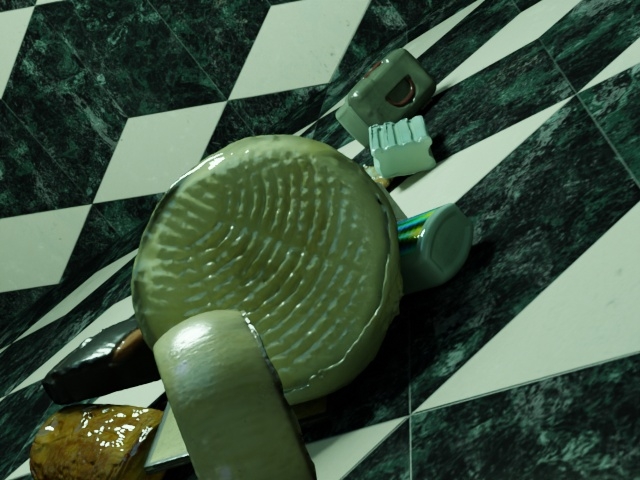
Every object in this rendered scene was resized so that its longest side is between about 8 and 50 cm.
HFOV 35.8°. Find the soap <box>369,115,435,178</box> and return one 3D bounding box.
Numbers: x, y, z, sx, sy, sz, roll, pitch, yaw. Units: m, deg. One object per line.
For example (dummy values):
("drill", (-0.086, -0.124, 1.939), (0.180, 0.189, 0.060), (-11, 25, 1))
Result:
("soap", (0.152, -0.178, 1.874), (0.114, 0.063, 0.198), (-12, 18, 7))

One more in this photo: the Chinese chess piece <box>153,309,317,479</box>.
("Chinese chess piece", (-0.079, 0.195, 0.987), (0.104, 0.257, 0.257), (-21, 12, -10))

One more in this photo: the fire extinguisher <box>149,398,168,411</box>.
("fire extinguisher", (-0.205, 0.255, 1.536), (0.064, 0.043, 0.158), (8, -25, -45))

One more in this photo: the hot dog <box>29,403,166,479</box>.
("hot dog", (-0.300, 0.315, 1.441), (0.272, 0.122, 0.196), (-3, 35, 40))

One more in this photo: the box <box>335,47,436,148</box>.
("box", (0.146, -0.313, 2.208), (0.210, 0.148, 0.129), (-47, 5, -28))

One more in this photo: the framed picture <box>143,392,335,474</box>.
("framed picture", (-0.096, 0.192, 1.375), (0.255, 0.014, 0.339), (-18, 19, 10))

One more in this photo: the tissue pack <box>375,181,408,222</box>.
("tissue pack", (0.000, 0.000, 1.601), (0.229, 0.145, 0.159), (-29, 18, 35))

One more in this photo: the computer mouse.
("computer mouse", (-0.310, 0.187, 1.629), (0.183, 0.116, 0.323), (-24, -9, 37))

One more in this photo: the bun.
("bun", (-0.060, 0.053, 1.308), (0.364, 0.364, 0.202), (-40, -23, -4))

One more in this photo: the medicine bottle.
("medicine bottle", (0.102, 0.027, 1.392), (0.229, 0.083, 0.121), (-20, 31, 49))

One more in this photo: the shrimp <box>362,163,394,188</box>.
("shrimp", (0.096, -0.118, 1.930), (0.091, 0.043, 0.184), (-41, 15, 5))
